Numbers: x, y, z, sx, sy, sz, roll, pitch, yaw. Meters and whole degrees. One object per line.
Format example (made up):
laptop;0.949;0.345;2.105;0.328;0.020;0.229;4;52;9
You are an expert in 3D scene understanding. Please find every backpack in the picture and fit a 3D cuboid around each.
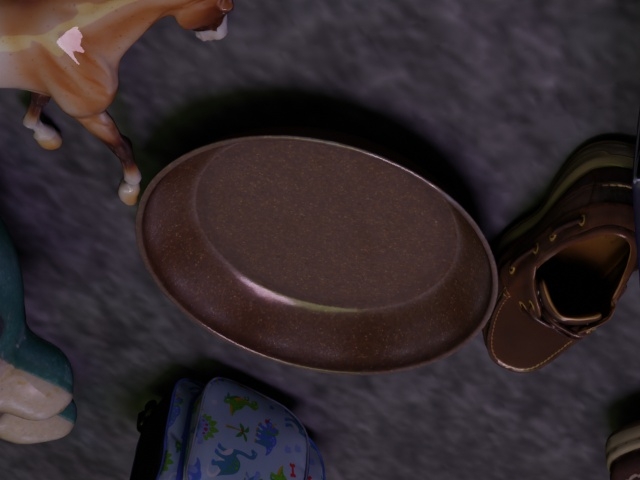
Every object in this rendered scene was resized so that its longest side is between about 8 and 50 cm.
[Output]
backpack;-0.051;0.146;1.209;0.114;0.105;0.084;26;141;-22

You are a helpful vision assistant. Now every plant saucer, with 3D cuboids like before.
plant saucer;0.000;0.000;1.071;0.199;0.036;0.198;9;142;7

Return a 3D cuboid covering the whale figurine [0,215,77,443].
whale figurine;-0.225;0.037;1.132;0.216;0.141;0.272;15;167;24

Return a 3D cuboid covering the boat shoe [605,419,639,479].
boat shoe;0.289;0.227;1.188;0.123;0.123;0.342;-20;130;35

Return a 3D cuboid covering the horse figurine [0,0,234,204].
horse figurine;-0.177;-0.097;0.985;0.263;0.066;0.174;13;149;-3

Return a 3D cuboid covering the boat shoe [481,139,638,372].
boat shoe;0.126;0.021;1.038;0.064;0.060;0.178;20;141;-7

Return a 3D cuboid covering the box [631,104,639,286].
box;0.206;-0.013;0.899;0.108;0.153;0.207;3;139;14
